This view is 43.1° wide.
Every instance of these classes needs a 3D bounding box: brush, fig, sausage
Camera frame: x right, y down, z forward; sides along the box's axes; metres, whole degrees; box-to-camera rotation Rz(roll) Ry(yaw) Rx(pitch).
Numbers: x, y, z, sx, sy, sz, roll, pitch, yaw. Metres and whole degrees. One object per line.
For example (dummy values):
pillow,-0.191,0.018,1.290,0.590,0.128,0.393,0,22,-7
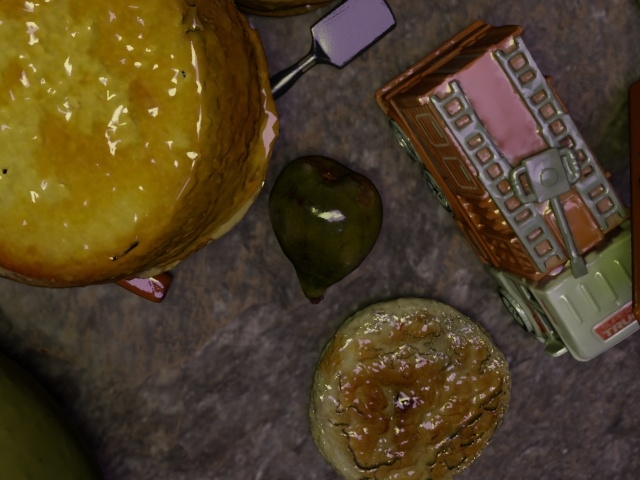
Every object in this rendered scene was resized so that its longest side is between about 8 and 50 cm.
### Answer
brush,0.000,-0.223,0.958,0.193,0.016,0.063,-37,101,1
fig,0.002,-0.017,0.964,0.133,0.185,0.126,9,61,-3
sausage,-0.240,0.031,0.964,0.131,0.039,0.041,29,101,-9

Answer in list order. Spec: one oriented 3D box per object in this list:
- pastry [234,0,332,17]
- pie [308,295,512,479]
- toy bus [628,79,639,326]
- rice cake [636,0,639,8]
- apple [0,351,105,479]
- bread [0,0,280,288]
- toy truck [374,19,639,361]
pastry,-0.049,-0.364,0.880,0.240,0.132,0.235,13,90,-15
pie,0.110,0.201,1.027,0.274,0.055,0.274,-2,106,-6
toy bus,0.380,-0.051,0.850,0.093,0.408,0.092,-25,120,35
rice cake,0.370,-0.352,0.959,0.057,0.052,0.256,-26,104,29
apple,-0.435,0.298,0.793,0.474,0.473,0.473,-1,100,-6
bread,-0.243,-0.127,0.819,0.398,0.215,0.398,2,98,11
toy truck,0.240,-0.048,0.918,0.173,0.207,0.387,-35,102,1
